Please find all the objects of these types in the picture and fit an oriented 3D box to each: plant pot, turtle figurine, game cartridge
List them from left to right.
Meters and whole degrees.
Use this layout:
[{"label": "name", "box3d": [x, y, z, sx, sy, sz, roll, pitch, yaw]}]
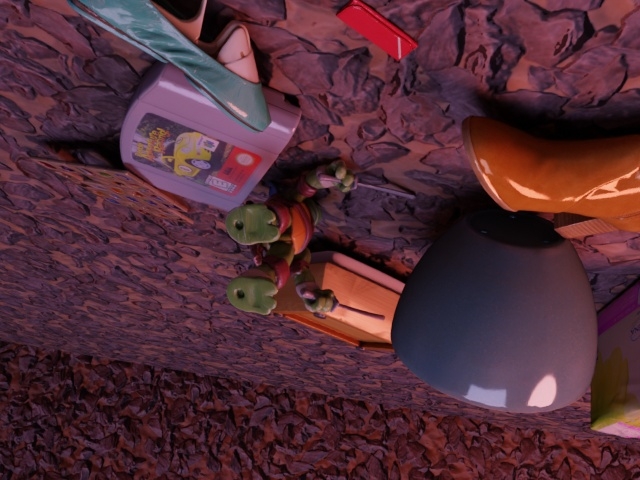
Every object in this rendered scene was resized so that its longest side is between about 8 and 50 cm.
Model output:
[{"label": "game cartridge", "box3d": [-0.166, -0.132, 0.822, 0.196, 0.060, 0.294, 23, 154, -15]}, {"label": "turtle figurine", "box3d": [0.000, 0.000, 0.830, 0.274, 0.266, 0.198, 40, 115, 8]}, {"label": "plant pot", "box3d": [0.253, 0.069, 0.857, 0.290, 0.290, 0.196, 8, 115, 8]}]

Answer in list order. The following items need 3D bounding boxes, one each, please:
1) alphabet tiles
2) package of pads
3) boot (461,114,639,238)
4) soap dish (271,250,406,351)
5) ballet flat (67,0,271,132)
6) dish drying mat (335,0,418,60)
[{"label": "alphabet tiles", "box3d": [-0.317, -0.077, 0.996, 0.198, 0.009, 0.237, 10, 167, 24]}, {"label": "package of pads", "box3d": [0.547, 0.206, 1.028, 0.101, 0.229, 0.297, 8, 155, 7]}, {"label": "boot", "box3d": [0.312, -0.090, 0.658, 0.295, 0.104, 0.211, 24, 148, -38]}, {"label": "soap dish", "box3d": [0.057, 0.127, 1.170, 0.290, 0.118, 0.229, 26, 161, -28]}, {"label": "ballet flat", "box3d": [-0.124, -0.201, 0.609, 0.247, 0.083, 0.087, 31, 114, -33]}, {"label": "dish drying mat", "box3d": [0.057, -0.208, 0.603, 0.083, 0.008, 0.032, 25, 154, -28]}]
